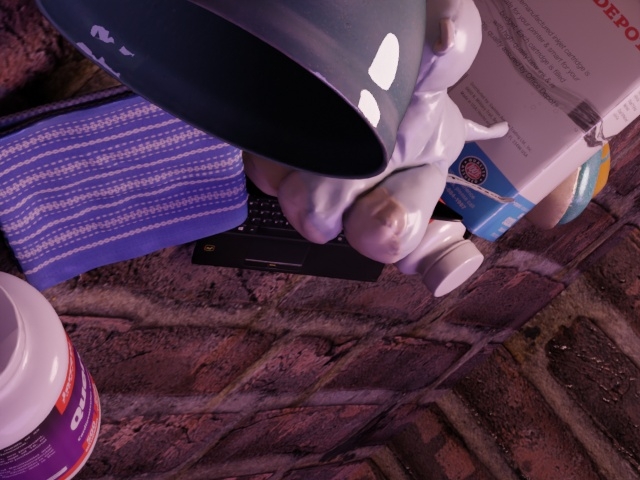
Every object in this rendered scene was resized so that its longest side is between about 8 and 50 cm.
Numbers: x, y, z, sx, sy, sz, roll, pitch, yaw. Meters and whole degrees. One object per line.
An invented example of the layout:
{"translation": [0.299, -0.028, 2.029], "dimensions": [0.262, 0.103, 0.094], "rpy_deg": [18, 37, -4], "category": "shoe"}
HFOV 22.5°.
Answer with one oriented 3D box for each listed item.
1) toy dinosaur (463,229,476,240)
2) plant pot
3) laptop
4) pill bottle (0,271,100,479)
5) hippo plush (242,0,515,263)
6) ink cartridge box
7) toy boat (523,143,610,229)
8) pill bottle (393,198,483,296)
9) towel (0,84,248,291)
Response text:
{"translation": [0.174, -0.074, 2.199], "dimensions": [0.218, 0.164, 0.322], "rpy_deg": [-41, 152, -49], "category": "toy dinosaur"}
{"translation": [-0.039, -0.201, 1.192], "dimensions": [0.196, 0.293, 0.293], "rpy_deg": [-63, 167, -12], "category": "plant pot"}
{"translation": [0.000, 0.000, 1.786], "dimensions": [0.234, 0.136, 0.264], "rpy_deg": [7, 139, -16], "category": "laptop"}
{"translation": [-0.325, 0.140, 1.578], "dimensions": [0.181, 0.181, 0.323], "rpy_deg": [-35, 163, -12], "category": "pill bottle"}
{"translation": [0.074, -0.134, 1.569], "dimensions": [0.294, 0.234, 0.236], "rpy_deg": [7, 137, -6], "category": "hippo plush"}
{"translation": [0.227, -0.183, 1.811], "dimensions": [0.307, 0.223, 0.129], "rpy_deg": [-42, 163, 10], "category": "ink cartridge box"}
{"translation": [0.356, -0.164, 2.151], "dimensions": [0.267, 0.148, 0.318], "rpy_deg": [-83, -170, -55], "category": "toy boat"}
{"translation": [0.115, -0.026, 2.032], "dimensions": [0.108, 0.193, 0.108], "rpy_deg": [-35, 163, -13], "category": "pill bottle"}
{"translation": [-0.188, -0.050, 1.490], "dimensions": [0.243, 0.040, 0.336], "rpy_deg": [-16, 160, -6], "category": "towel"}
